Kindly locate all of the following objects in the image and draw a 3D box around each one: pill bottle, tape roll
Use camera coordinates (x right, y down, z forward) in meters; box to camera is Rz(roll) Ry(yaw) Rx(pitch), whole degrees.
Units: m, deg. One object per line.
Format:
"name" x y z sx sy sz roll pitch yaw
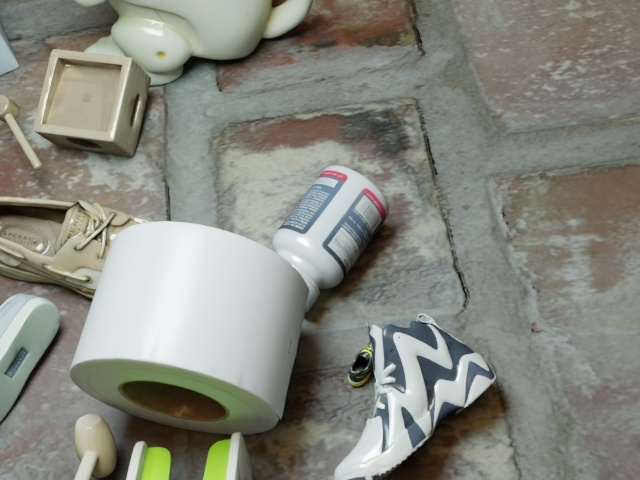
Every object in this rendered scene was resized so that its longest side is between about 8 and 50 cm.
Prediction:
"pill bottle" 0.000 0.000 1.185 0.108 0.108 0.180 29 68 21
"tape roll" -0.151 0.110 1.060 0.246 0.246 0.169 7 62 11

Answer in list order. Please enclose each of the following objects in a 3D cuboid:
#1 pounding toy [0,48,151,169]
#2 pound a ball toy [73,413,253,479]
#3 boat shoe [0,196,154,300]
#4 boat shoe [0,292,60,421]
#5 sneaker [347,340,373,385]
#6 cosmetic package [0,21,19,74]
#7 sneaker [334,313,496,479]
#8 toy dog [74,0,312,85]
"pounding toy" -0.376 -0.180 1.341 0.206 0.094 0.181 8 81 12
"pound a ball toy" -0.182 0.337 0.977 0.208 0.136 0.319 -6 35 3
"boat shoe" -0.314 0.009 1.214 0.341 0.110 0.121 5 61 10
"boat shoe" -0.429 0.166 1.167 0.081 0.079 0.227 16 63 37
"sneaker" 0.064 0.145 1.136 0.031 0.035 0.083 29 68 20
"cosmetic package" -0.619 -0.470 1.423 0.097 0.284 0.377 -25 61 -10
"sneaker" 0.077 0.176 1.068 0.235 0.094 0.153 -37 75 -15
"toy dog" -0.227 -0.428 1.281 0.395 0.408 0.284 18 65 16
